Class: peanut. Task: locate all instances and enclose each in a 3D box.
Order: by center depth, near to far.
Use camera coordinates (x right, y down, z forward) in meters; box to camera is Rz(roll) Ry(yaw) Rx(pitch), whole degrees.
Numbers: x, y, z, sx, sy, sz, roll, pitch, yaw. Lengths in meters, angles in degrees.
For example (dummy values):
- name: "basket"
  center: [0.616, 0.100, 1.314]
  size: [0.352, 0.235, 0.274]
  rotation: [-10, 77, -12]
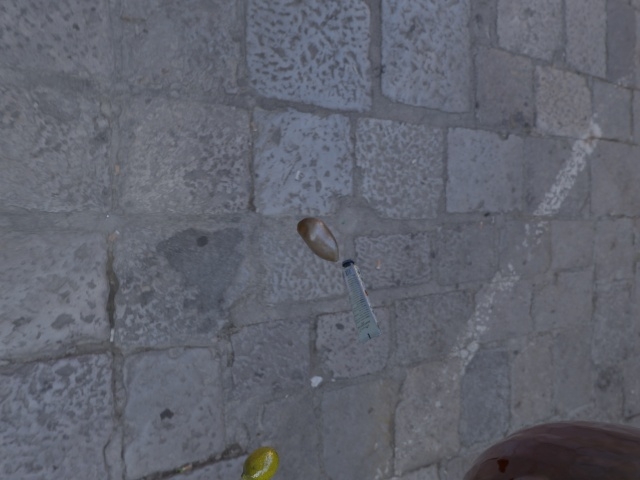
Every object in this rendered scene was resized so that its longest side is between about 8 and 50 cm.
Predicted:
- name: "peanut"
  center: [0.000, 0.000, 1.056]
  size: [0.152, 0.076, 0.076]
  rotation: [47, 72, -18]

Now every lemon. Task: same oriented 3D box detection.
- name: "lemon"
  center: [-0.161, 0.601, 1.073]
  size: [0.111, 0.082, 0.082]
  rotation: [-21, 103, -38]

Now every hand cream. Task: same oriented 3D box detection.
- name: "hand cream"
  center: [0.124, 0.188, 1.301]
  size: [0.059, 0.095, 0.276]
  rotation: [13, 50, -39]

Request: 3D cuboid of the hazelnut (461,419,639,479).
- name: "hazelnut"
  center: [0.305, 0.345, 0.404]
  size: [0.373, 0.315, 0.372]
  rotation: [-16, 144, -12]
